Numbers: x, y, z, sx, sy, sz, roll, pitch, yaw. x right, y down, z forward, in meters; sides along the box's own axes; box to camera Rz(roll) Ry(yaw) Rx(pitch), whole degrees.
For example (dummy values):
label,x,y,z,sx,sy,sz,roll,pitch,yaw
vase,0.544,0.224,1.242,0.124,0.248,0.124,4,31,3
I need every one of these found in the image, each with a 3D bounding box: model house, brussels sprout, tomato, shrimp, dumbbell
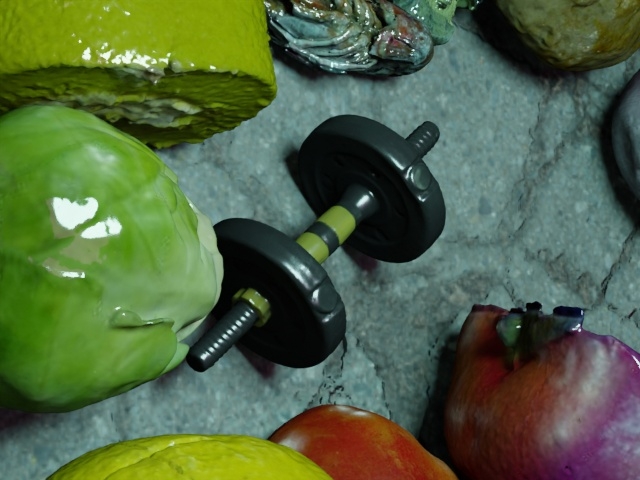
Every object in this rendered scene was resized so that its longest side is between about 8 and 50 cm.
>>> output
label,x,y,z,sx,sy,sz,roll,pitch,yaw
model house,0.105,-0.215,1.763,0.079,0.066,0.083,34,66,-47
brussels sprout,-0.198,0.017,1.431,0.244,0.244,0.244,7,78,-34
tomato,0.045,0.254,1.594,0.233,0.139,0.200,41,68,-23
shrimp,-0.005,-0.192,1.679,0.233,0.079,0.090,19,66,-26
tomato,0.243,0.184,1.637,0.290,0.335,0.176,26,82,-19
dumbbell,0.000,0.000,1.605,0.325,0.143,0.143,-45,107,-32

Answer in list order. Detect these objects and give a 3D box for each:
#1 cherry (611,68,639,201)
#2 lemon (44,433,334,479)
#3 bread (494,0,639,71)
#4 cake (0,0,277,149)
label,x,y,z,sx,sy,sz,roll,pitch,yaw
cherry,0.390,-0.103,1.866,0.213,0.183,0.266,-22,103,-4
lemon,-0.100,0.277,1.408,0.297,0.297,0.297,7,78,-34
bread,0.244,-0.270,1.807,0.230,0.123,0.230,25,58,-48
cake,-0.163,-0.162,1.490,0.260,0.179,0.156,1,70,-36
